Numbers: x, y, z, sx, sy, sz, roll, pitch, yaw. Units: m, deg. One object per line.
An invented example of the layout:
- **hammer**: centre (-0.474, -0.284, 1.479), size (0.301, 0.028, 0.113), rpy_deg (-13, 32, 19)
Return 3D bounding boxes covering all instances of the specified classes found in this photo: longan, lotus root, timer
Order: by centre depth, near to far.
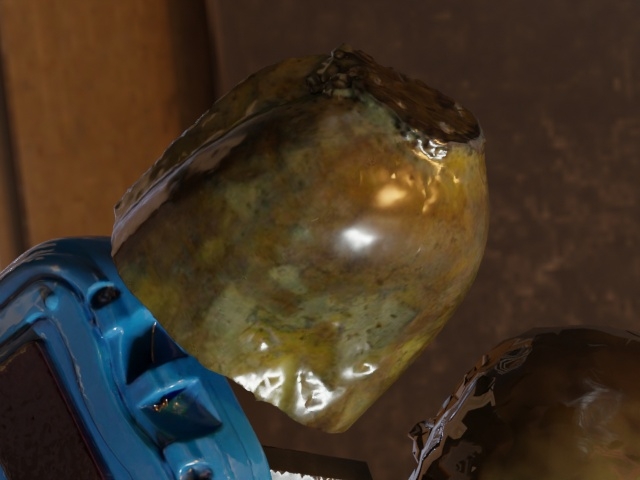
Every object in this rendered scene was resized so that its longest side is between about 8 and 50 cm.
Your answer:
- **lotus root**: centre (0.017, -0.001, 1.450), size (0.260, 0.267, 0.149), rpy_deg (-43, -156, 22)
- **timer**: centre (-0.208, 0.183, 1.561), size (0.309, 0.340, 0.115), rpy_deg (-37, 163, 28)
- **longan**: centre (0.258, 0.277, 1.848), size (0.391, 0.391, 0.391), rpy_deg (-6, -172, 1)

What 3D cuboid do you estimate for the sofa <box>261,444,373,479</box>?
- **sofa**: centre (-0.031, 0.246, 1.795), size (0.147, 0.085, 0.060), rpy_deg (10, -160, -17)
